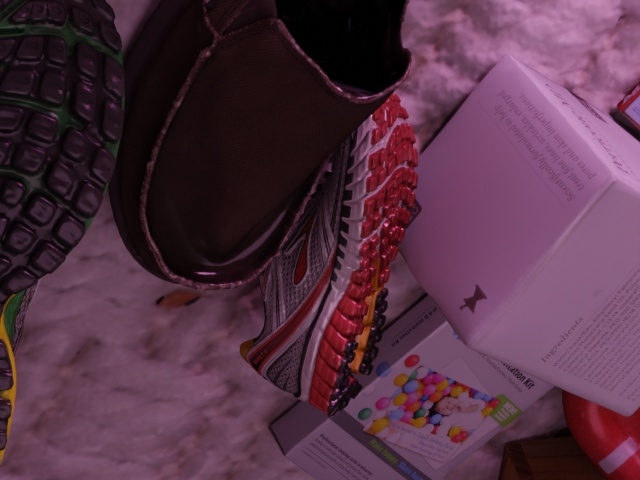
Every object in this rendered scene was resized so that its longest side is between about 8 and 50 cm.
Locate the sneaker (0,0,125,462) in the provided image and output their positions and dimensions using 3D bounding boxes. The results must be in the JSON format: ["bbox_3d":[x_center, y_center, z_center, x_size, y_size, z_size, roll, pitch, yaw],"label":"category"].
[{"bbox_3d":[-0.215,-0.007,0.986,0.134,0.146,0.343,19,103,-18],"label":"sneaker"}]

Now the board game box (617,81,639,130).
[{"bbox_3d":[0.362,-0.052,1.203,0.281,0.027,0.145,42,105,-8],"label":"board game box"}]

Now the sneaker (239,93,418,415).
[{"bbox_3d":[0.000,0.000,1.117,0.088,0.093,0.225,-18,125,-66],"label":"sneaker"}]

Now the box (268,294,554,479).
[{"bbox_3d":[0.074,0.124,1.296,0.186,0.038,0.145,-41,134,7],"label":"box"}]

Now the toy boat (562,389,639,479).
[{"bbox_3d":[0.287,0.151,1.291,0.151,0.231,0.151,-43,168,6],"label":"toy boat"}]

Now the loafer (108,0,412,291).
[{"bbox_3d":[-0.025,-0.107,0.988,0.134,0.130,0.366,3,125,-29],"label":"loafer"}]

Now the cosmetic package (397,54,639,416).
[{"bbox_3d":[0.170,-0.001,1.164,0.184,0.151,0.151,25,112,-41],"label":"cosmetic package"}]

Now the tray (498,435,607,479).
[{"bbox_3d":[0.244,0.341,1.516,0.203,0.076,0.411,-5,130,-11],"label":"tray"}]
